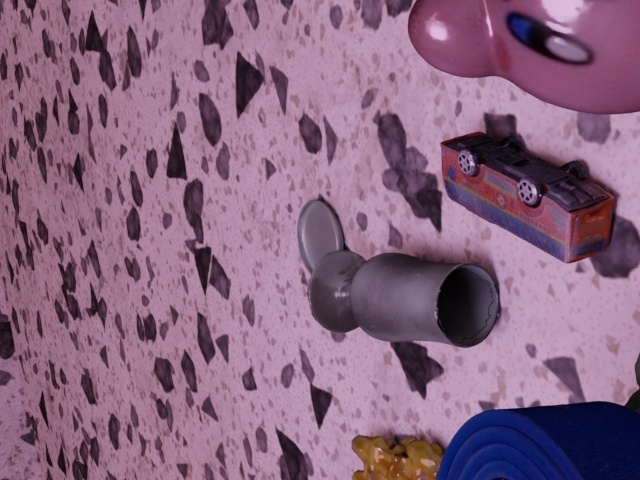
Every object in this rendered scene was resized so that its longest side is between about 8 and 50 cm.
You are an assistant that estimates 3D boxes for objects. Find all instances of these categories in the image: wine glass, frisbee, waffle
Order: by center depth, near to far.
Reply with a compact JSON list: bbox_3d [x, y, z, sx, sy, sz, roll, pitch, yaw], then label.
[{"bbox_3d":[0.088,0.063,1.120,0.231,0.103,0.103,2,100,58],"label":"wine glass"},{"bbox_3d":[0.116,0.381,1.214,0.281,0.058,0.301,-17,83,58],"label":"waffle"},{"bbox_3d":[0.000,0.000,1.342,0.110,0.014,0.110,24,118,57],"label":"frisbee"}]

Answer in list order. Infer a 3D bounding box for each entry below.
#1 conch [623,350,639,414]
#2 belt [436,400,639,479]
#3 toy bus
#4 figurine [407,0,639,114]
[{"bbox_3d":[0.285,0.145,0.777,0.122,0.176,0.188,27,105,12],"label":"conch"},{"bbox_3d":[0.186,0.280,0.674,0.212,0.117,0.347,-43,54,46],"label":"belt"},{"bbox_3d":[0.189,-0.045,0.955,0.192,0.065,0.077,36,136,51],"label":"toy bus"},{"bbox_3d":[0.219,-0.207,0.732,0.211,0.261,0.270,34,131,17],"label":"figurine"}]
